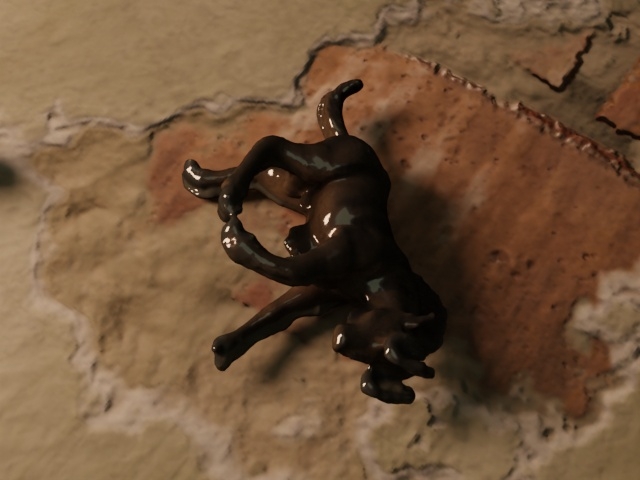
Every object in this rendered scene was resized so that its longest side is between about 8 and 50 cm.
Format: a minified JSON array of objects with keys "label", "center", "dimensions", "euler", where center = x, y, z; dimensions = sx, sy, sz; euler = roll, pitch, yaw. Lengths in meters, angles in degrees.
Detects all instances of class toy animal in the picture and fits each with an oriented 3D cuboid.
[{"label":"toy animal","center":[0.000,0.000,0.834],"dimensions":[0.148,0.084,0.232],"euler":[1,53,-19]}]
